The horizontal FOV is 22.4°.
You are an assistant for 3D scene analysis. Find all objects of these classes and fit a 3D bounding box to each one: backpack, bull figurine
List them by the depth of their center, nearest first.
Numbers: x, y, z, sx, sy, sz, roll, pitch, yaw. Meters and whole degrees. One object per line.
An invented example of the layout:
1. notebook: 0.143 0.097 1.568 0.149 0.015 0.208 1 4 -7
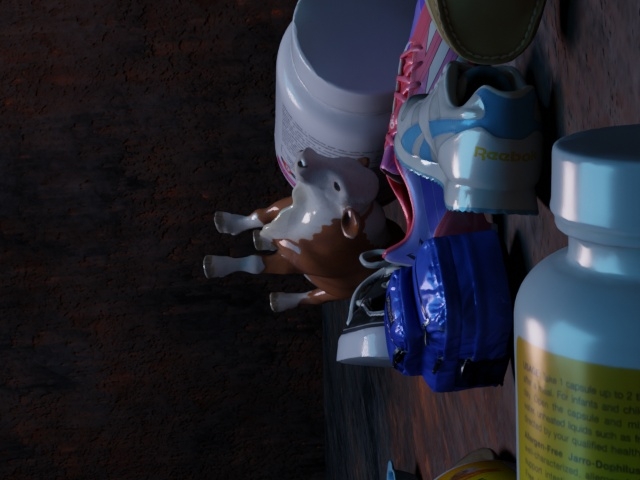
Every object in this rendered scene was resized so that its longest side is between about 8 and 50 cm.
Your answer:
1. backpack: 0.101 0.054 1.225 0.120 0.101 0.098 99 161 -59
2. bull figurine: 0.000 0.000 1.587 0.310 0.188 0.101 42 -136 -63

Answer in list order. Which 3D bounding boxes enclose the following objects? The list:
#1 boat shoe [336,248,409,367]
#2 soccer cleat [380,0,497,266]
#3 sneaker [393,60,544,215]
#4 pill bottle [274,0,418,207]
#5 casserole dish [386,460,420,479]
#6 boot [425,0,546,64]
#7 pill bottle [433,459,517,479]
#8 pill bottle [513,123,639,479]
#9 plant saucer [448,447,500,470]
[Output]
1. boat shoe: 0.083 0.061 1.465 0.306 0.113 0.105 7 -94 -78
2. soccer cleat: 0.088 -0.096 1.311 0.083 0.095 0.248 99 166 -75
3. sneaker: 0.110 -0.084 1.151 0.229 0.087 0.092 -128 41 -72
4. pill bottle: 0.036 -0.145 1.572 0.283 0.160 0.160 96 170 -71
5. casserole dish: 0.106 0.359 1.941 0.114 0.037 0.188 105 162 -80
6. boot: 0.112 -0.179 0.891 0.203 0.095 0.262 -100 12 -54
7. pill bottle: 0.113 0.200 0.997 0.215 0.117 0.117 157 110 -86
8. pill bottle: 0.131 0.065 0.598 0.117 0.117 0.208 -109 16 -77
9. plant saucer: 0.073 0.291 1.301 0.278 0.041 0.278 -56 2 3
